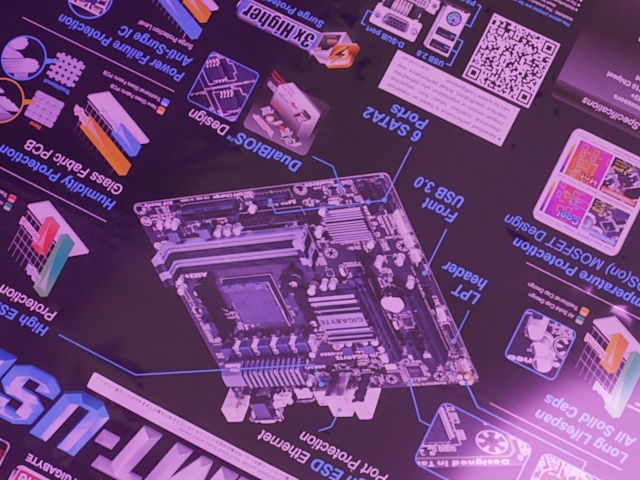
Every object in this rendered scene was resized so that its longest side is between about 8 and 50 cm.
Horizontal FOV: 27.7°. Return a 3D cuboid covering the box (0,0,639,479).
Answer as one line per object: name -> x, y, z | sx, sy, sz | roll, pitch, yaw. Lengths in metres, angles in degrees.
box -> 0.000, 0.000, 0.484 | 0.295, 0.073, 0.293 | 26, 85, 7
